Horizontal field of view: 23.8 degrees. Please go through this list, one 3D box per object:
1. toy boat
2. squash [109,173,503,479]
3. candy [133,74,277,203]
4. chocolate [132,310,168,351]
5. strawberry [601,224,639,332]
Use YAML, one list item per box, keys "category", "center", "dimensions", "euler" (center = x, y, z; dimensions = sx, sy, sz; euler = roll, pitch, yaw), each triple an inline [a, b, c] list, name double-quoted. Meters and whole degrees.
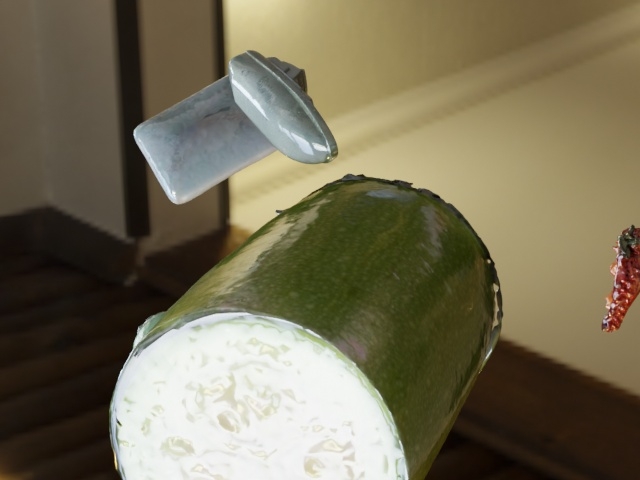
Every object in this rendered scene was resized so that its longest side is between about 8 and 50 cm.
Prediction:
- category: "toy boat"
  center: [-0.035, -0.156, 1.784]
  dimensions: [0.085, 0.078, 0.260]
  euler: [-17, -148, -16]
- category: "squash"
  center: [0.007, 0.107, 1.362]
  dimensions: [0.263, 0.263, 0.384]
  euler: [8, -158, 17]
- category: "candy"
  center: [-0.152, -0.140, 2.044]
  dimensions: [0.174, 0.071, 0.138]
  euler: [-30, -117, -5]
- category: "chocolate"
  center: [-0.149, 0.188, 1.548]
  dimensions: [0.110, 0.110, 0.291]
  euler: [-1, -148, -2]
- category: "strawberry"
  center: [0.392, 0.050, 1.943]
  dimensions: [0.048, 0.152, 0.104]
  euler: [8, -148, 11]
